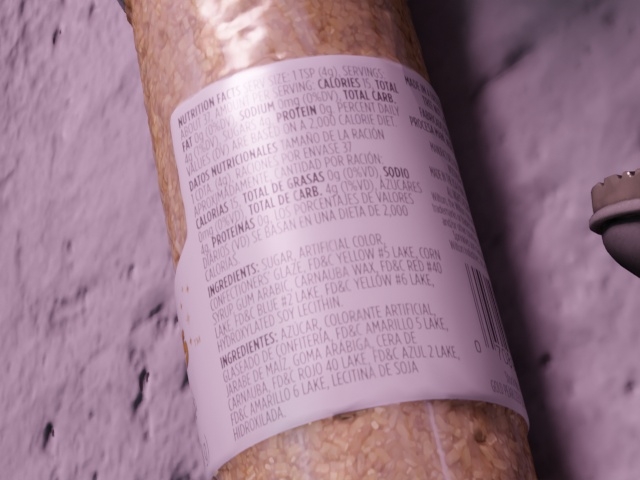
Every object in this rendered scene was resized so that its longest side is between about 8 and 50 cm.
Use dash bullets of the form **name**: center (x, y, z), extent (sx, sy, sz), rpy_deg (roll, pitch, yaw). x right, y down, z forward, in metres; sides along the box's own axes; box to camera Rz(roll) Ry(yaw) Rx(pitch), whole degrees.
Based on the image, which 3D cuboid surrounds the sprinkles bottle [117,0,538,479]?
- **sprinkles bottle**: center (0.000, 0.000, 0.587), extent (0.121, 0.121, 0.355), rpy_deg (-38, 55, 41)

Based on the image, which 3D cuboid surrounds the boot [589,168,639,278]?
- **boot**: center (0.147, 0.081, 0.436), extent (0.190, 0.076, 0.208), rpy_deg (2, 91, 54)
